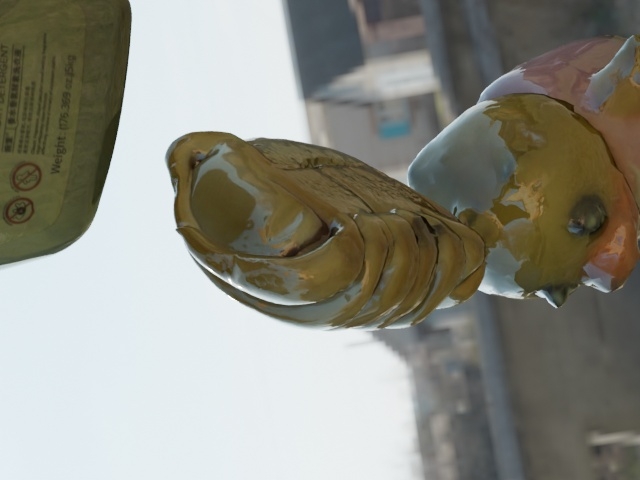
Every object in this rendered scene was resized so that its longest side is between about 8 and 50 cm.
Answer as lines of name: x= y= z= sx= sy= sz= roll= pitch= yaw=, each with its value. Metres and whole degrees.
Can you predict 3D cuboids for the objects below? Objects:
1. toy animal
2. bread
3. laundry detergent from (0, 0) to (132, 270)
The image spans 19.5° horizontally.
toy animal: x=0.168 y=-0.049 z=1.315 sx=0.281 sy=0.169 sz=0.195 roll=-44 pitch=-25 yaw=-52
bread: x=0.000 y=0.000 z=1.023 sx=0.225 sy=0.134 sz=0.081 roll=1 pitch=-60 yaw=-61
laundry detergent: x=-0.223 y=-0.075 z=0.880 sx=0.091 sy=0.253 sz=0.181 roll=42 pitch=122 yaw=52
